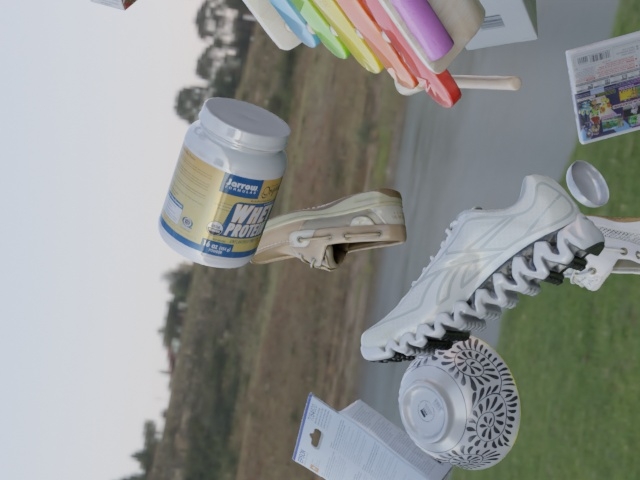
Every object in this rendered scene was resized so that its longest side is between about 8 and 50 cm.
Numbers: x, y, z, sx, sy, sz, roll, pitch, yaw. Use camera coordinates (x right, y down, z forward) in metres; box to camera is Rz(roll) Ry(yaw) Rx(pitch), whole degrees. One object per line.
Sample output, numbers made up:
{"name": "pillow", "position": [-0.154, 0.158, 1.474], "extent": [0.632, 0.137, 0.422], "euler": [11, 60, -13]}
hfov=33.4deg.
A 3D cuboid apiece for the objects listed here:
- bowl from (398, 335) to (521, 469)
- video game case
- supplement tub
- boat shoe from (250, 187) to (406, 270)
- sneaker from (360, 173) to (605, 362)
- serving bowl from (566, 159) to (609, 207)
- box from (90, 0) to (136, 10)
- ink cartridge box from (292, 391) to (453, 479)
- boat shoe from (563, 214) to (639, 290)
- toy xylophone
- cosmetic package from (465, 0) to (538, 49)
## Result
{"name": "bowl", "position": [0.149, 0.201, 1.284], "extent": [0.080, 0.170, 0.170], "euler": [-7, -68, -44]}
{"name": "video game case", "position": [0.559, -0.285, 1.946], "extent": [0.023, 0.201, 0.183], "euler": [-101, -5, -64]}
{"name": "supplement tub", "position": [-0.129, -0.079, 1.454], "extent": [0.144, 0.144, 0.200], "euler": [-79, 10, -66]}
{"name": "boat shoe", "position": [0.000, 0.000, 1.999], "extent": [0.121, 0.341, 0.110], "euler": [14, -118, -58]}
{"name": "sneaker", "position": [0.163, 0.038, 1.180], "extent": [0.118, 0.292, 0.110], "euler": [60, -168, 16]}
{"name": "serving bowl", "position": [0.421, -0.086, 1.702], "extent": [0.027, 0.083, 0.083], "euler": [-41, 30, 45]}
{"name": "box", "position": [-0.198, -0.426, 1.451], "extent": [0.324, 0.067, 0.063], "euler": [-50, -31, -34]}
{"name": "ink cartridge box", "position": [0.070, 0.324, 1.565], "extent": [0.045, 0.224, 0.223], "euler": [-46, -17, -33]}
{"name": "boat shoe", "position": [0.369, 0.020, 1.458], "extent": [0.098, 0.277, 0.096], "euler": [120, 149, -75]}
{"name": "toy xylophone", "position": [0.038, -0.192, 0.882], "extent": [0.081, 0.236, 0.322], "euler": [-43, 17, -9]}
{"name": "cosmetic package", "position": [0.293, -0.485, 1.859], "extent": [0.224, 0.138, 0.225], "euler": [30, -125, -67]}
